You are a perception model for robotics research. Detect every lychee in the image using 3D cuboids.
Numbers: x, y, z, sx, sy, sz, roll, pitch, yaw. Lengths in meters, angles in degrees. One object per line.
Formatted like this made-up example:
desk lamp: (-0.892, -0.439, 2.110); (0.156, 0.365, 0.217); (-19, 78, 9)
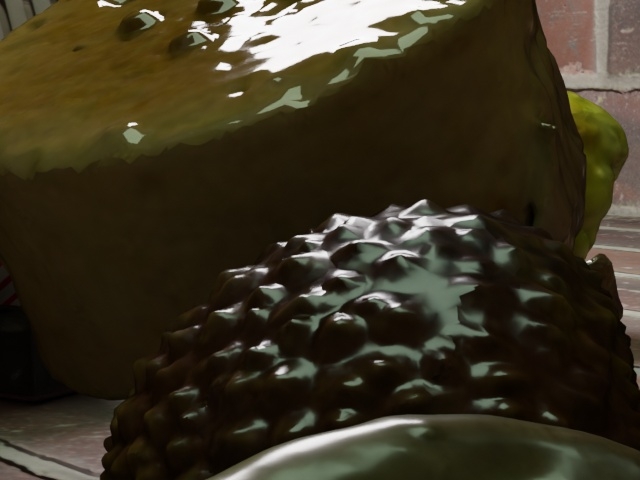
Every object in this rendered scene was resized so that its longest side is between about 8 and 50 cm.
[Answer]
lychee: (0.040, 0.076, 0.475); (0.238, 0.200, 0.200); (-5, 6, 1)

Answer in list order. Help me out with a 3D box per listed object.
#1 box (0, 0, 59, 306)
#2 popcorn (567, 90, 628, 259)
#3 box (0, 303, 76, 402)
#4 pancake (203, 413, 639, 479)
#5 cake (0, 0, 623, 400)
box: (-0.317, -0.094, 1.004); (0.300, 0.314, 0.312); (-2, -22, -41)
popcorn: (0.087, -0.051, 1.190); (0.334, 0.293, 0.292); (3, 36, 35)
box: (-0.223, 0.082, 0.963); (0.085, 0.063, 0.060); (4, 5, 31)
pancake: (0.038, 0.130, 0.251); (0.295, 0.049, 0.294); (3, 31, -2)
cake: (-0.004, 0.005, 0.725); (0.332, 0.321, 0.332); (-17, 28, 9)
